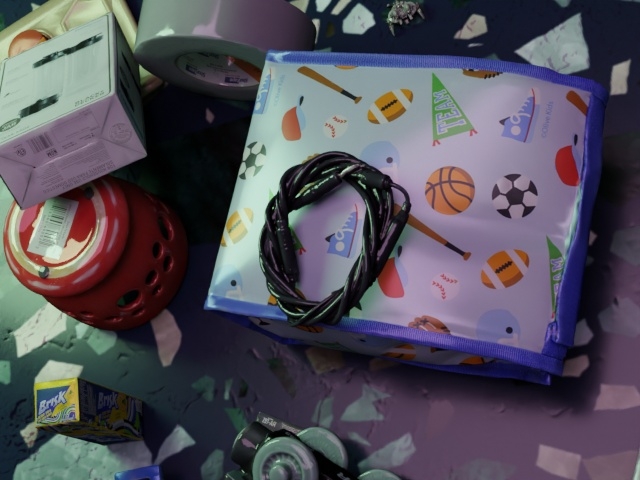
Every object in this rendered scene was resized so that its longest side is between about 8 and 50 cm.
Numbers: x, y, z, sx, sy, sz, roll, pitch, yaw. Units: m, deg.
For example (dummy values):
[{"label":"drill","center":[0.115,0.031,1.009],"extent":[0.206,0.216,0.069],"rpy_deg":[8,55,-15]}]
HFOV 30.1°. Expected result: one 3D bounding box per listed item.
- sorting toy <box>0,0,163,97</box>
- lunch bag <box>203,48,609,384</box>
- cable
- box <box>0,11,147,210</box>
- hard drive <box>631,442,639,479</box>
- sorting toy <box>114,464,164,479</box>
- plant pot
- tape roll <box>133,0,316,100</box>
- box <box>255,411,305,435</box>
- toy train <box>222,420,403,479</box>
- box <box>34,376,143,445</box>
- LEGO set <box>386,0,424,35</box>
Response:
[{"label":"sorting toy","center":[-0.307,-0.276,1.646],"extent":[0.307,0.041,0.229],"rpy_deg":[-30,67,9]},{"label":"lunch bag","center":[0.113,-0.025,1.320],"extent":[0.385,0.239,0.328],"rpy_deg":[4,77,30]},{"label":"cable","center":[0.000,0.000,1.210],"extent":[0.150,0.047,0.184],"rpy_deg":[29,94,26]},{"label":"box","center":[-0.308,-0.168,1.463],"extent":[0.169,0.087,0.290],"rpy_deg":[-24,31,2]},{"label":"hard drive","center":[0.411,0.319,1.219],"extent":[0.203,0.040,0.308],"rpy_deg":[11,79,22]},{"label":"sorting toy","center":[-0.186,0.439,1.390],"extent":[0.196,0.047,0.348],"rpy_deg":[-29,67,14]},{"label":"plant pot","center":[-0.282,0.005,1.484],"extent":[0.191,0.174,0.191],"rpy_deg":[-5,74,16]},{"label":"tape roll","center":[-0.118,-0.243,1.473],"extent":[0.219,0.219,0.072],"rpy_deg":[5,77,21]},{"label":"box","center":[-0.046,0.249,1.411],"extent":[0.083,0.018,0.067],"rpy_deg":[17,80,23]},{"label":"toy train","center":[0.022,0.341,1.297],"extent":[0.334,0.142,0.190],"rpy_deg":[32,100,18]},{"label":"box","center":[-0.273,0.206,1.420],"extent":[0.059,0.169,0.054],"rpy_deg":[-10,70,15]},{"label":"LEGO set","center":[0.108,-0.303,1.519],"extent":[0.054,0.023,0.083],"rpy_deg":[4,76,20]}]
